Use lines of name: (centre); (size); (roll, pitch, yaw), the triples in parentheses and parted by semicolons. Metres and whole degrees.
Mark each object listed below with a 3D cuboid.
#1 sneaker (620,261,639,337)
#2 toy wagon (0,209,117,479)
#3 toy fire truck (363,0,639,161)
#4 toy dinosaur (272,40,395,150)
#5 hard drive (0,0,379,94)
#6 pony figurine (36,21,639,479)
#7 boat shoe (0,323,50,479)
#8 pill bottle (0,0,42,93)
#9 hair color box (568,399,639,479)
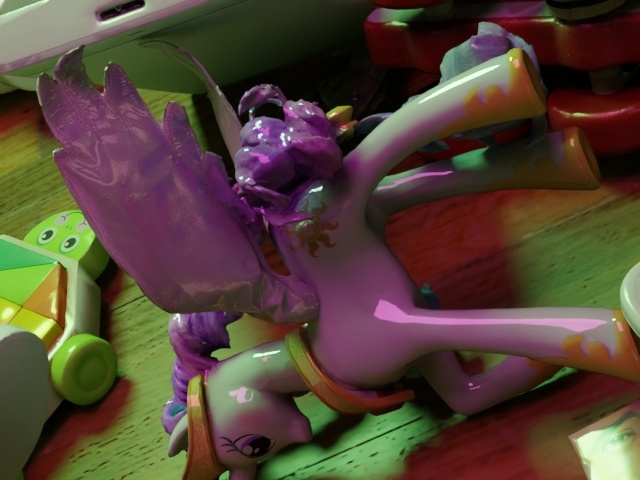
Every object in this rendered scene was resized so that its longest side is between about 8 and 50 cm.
sneaker: (0.267, 0.099, 1.024); (0.217, 0.121, 0.079); (28, 60, 26)
toy wagon: (-0.283, 0.085, 1.464); (0.267, 0.068, 0.344); (18, 62, 43)
toy fire truck: (0.189, -0.193, 1.369); (0.302, 0.169, 0.254); (0, 32, 33)
toy dinosaur: (0.011, -0.101, 1.440); (0.118, 0.064, 0.268); (-24, 30, 36)
hard drive: (-0.083, -0.175, 1.420); (0.233, 0.353, 0.047); (-17, 87, 20)
pony figurine: (0.000, 0.000, 1.181); (0.364, 0.351, 0.303); (-21, 4, 20)
boat shoe: (-0.280, 0.178, 1.284); (0.088, 0.096, 0.267); (24, 101, 35)
pill bottle: (-0.351, -0.230, 1.761); (0.272, 0.152, 0.152); (20, 63, 44)
hair color box: (0.221, 0.167, 1.051); (0.093, 0.053, 0.167); (-29, 39, 7)
